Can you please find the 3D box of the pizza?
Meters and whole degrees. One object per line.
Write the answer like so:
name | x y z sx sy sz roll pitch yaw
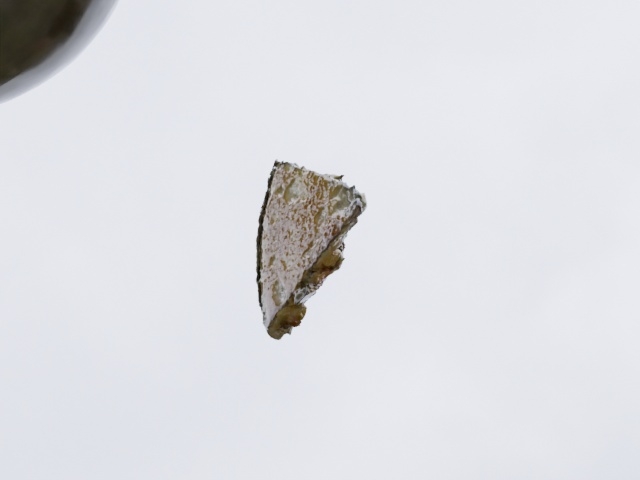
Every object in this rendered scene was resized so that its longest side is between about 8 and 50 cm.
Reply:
pizza | 0.000 0.000 0.782 0.025 0.083 0.078 18 -22 -35

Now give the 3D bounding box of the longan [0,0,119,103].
longan | -0.166 -0.142 0.765 0.167 0.187 0.167 -11 -63 -24
